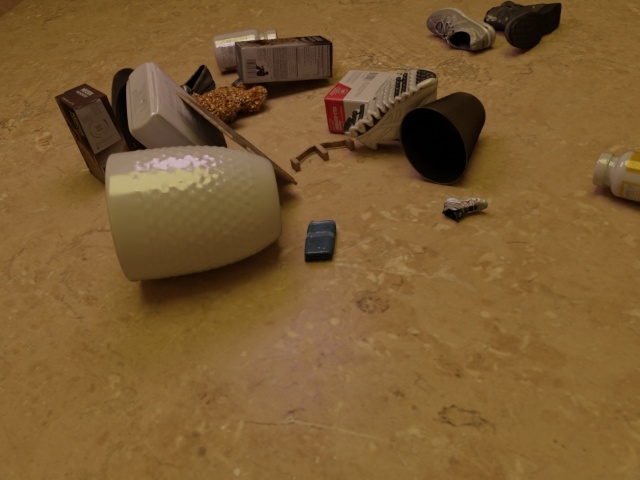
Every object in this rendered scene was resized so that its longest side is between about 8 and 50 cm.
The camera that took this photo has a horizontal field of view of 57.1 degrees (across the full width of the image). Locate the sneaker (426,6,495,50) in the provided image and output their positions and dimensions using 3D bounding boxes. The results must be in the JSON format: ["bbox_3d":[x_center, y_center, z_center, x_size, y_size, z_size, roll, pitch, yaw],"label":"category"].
[{"bbox_3d":[0.464,-0.730,2.037,0.115,0.105,0.281,-31,44,-24],"label":"sneaker"}]

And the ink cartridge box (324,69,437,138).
[{"bbox_3d":[0.178,-0.392,1.681,0.273,0.114,0.197,10,43,25],"label":"ink cartridge box"}]

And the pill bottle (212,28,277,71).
[{"bbox_3d":[-0.266,-0.698,2.141,0.230,0.131,0.131,-10,39,1],"label":"pill bottle"}]

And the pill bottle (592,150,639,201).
[{"bbox_3d":[0.692,-0.134,1.261,0.184,0.103,0.103,21,49,32],"label":"pill bottle"}]

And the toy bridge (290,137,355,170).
[{"bbox_3d":[0.003,-0.244,1.611,0.188,0.026,0.063,-23,39,-15],"label":"toy bridge"}]

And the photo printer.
[{"bbox_3d":[-0.357,-0.284,1.528,0.107,0.307,0.255,-33,49,16],"label":"photo printer"}]

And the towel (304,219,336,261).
[{"bbox_3d":[0.000,0.000,1.312,0.067,0.029,0.119,-3,39,9],"label":"towel"}]

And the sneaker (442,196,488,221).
[{"bbox_3d":[0.321,-0.065,1.316,0.098,0.038,0.069,0,41,28],"label":"sneaker"}]

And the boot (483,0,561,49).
[{"bbox_3d":[0.657,-0.745,2.025,0.223,0.118,0.338,22,38,37],"label":"boot"}]

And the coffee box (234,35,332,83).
[{"bbox_3d":[-0.122,-0.600,1.945,0.298,0.118,0.168,-8,27,-13],"label":"coffee box"}]

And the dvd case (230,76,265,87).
[{"bbox_3d":[-0.243,-0.555,2.055,0.120,0.013,0.087,10,43,22],"label":"dvd case"}]

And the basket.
[{"bbox_3d":[0.320,-0.278,1.474,0.154,0.204,0.227,-21,17,41],"label":"basket"}]

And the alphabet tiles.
[{"bbox_3d":[-0.207,-0.256,1.473,0.343,0.285,0.011,41,97,29],"label":"alphabet tiles"}]

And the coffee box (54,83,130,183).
[{"bbox_3d":[-0.618,-0.290,1.631,0.098,0.246,0.141,-35,46,-27],"label":"coffee box"}]

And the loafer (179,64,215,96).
[{"bbox_3d":[-0.452,-0.504,1.982,0.096,0.084,0.267,9,43,22],"label":"loafer"}]

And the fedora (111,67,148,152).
[{"bbox_3d":[-0.497,-0.356,1.705,0.244,0.275,0.124,0,10,44],"label":"fedora"}]

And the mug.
[{"bbox_3d":[-0.265,-0.075,1.309,0.329,0.275,0.374,-8,8,-8],"label":"mug"}]

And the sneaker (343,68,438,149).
[{"bbox_3d":[0.195,-0.334,1.515,0.292,0.118,0.110,-28,32,42],"label":"sneaker"}]

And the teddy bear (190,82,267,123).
[{"bbox_3d":[-0.331,-0.430,1.847,0.338,0.113,0.245,-18,37,-9],"label":"teddy bear"}]
